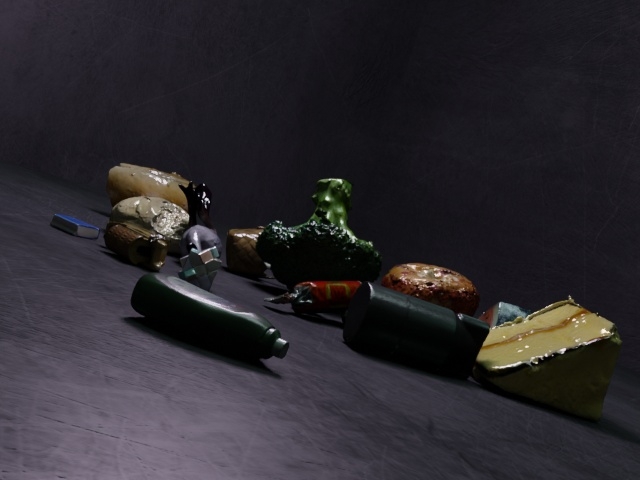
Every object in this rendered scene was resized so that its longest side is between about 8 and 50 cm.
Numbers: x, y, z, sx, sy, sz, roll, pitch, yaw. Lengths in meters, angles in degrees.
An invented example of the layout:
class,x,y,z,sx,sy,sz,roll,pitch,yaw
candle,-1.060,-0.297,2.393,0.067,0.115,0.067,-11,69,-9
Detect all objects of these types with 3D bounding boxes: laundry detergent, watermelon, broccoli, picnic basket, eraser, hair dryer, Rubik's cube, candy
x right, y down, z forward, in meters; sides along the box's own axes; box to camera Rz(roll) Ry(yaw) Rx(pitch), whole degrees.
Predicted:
class,x,y,z,sx,sy,sz,roll,pitch,yaw
laundry detergent,-0.129,0.103,1.171,0.211,0.063,0.137,19,-4,23
watermelon,0.446,0.228,2.009,0.226,0.148,0.318,9,-7,45
broccoli,0.000,0.000,2.067,0.298,0.297,0.297,5,-17,1
picnic basket,-0.138,0.029,2.194,0.179,0.128,0.138,0,7,-9
eraser,-0.510,-0.029,1.894,0.085,0.027,0.063,19,3,34
hair dryer,0.146,0.163,1.681,0.244,0.116,0.302,20,-6,-15
Rubik's cube,-0.224,0.047,1.674,0.073,0.084,0.075,22,-15,-7
candy,0.014,0.111,1.797,0.292,0.059,0.086,2,-15,-45

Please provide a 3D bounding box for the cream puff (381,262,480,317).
class,x,y,z,sx,sy,sz,roll,pitch,yaw
cream puff,0.260,0.141,2.206,0.240,0.163,0.240,5,19,-2

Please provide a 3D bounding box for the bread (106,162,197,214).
class,x,y,z,sx,sy,sz,roll,pitch,yaw
bread,-0.453,-0.115,2.650,0.192,0.171,0.314,10,-6,33

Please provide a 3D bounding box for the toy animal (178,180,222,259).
class,x,y,z,sx,sy,sz,roll,pitch,yaw
toy animal,-0.267,0.005,1.996,0.091,0.195,0.324,-16,33,4

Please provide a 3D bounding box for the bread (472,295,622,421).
class,x,y,z,sx,sy,sz,roll,pitch,yaw
bread,0.390,0.196,1.689,0.236,0.198,0.263,12,5,-8

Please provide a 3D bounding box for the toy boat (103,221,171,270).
class,x,y,z,sx,sy,sz,roll,pitch,yaw
toy boat,-0.364,0.004,1.758,0.088,0.068,0.226,9,8,-40

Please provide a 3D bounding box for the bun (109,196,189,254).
class,x,y,z,sx,sy,sz,roll,pitch,yaw
bun,-0.389,-0.044,2.151,0.237,0.116,0.210,18,2,24

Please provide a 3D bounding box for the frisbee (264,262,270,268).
class,x,y,z,sx,sy,sz,roll,pitch,yaw
frisbee,-0.117,0.082,2.621,0.110,0.014,0.110,18,2,0
